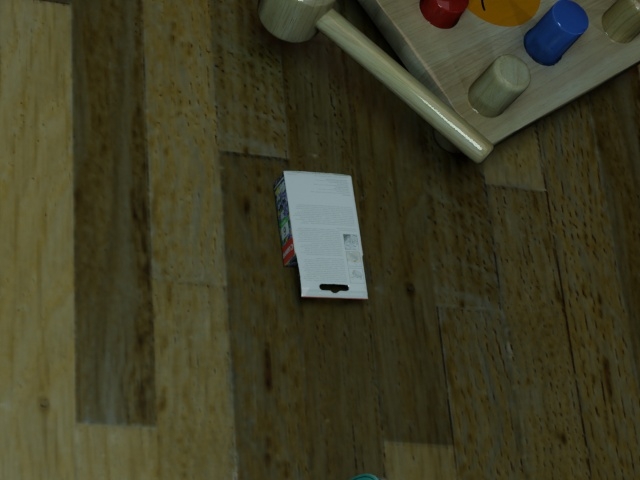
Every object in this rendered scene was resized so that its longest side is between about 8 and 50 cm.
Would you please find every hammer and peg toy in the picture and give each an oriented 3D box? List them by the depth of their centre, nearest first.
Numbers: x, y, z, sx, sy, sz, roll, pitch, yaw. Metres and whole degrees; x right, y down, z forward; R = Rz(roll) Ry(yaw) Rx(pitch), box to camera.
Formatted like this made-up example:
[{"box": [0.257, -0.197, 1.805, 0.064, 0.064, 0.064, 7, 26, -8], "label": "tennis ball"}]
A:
[{"box": [0.118, -0.198, 1.451, 0.361, 0.127, 0.266, -31, 81, -33], "label": "hammer and peg toy"}]

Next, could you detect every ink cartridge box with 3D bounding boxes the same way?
[{"box": [0.000, 0.000, 1.351, 0.063, 0.029, 0.115, 3, 64, -23], "label": "ink cartridge box"}]

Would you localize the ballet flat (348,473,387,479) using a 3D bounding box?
[{"box": [-0.003, 0.282, 1.181, 0.077, 0.091, 0.241, 52, 55, -29], "label": "ballet flat"}]
